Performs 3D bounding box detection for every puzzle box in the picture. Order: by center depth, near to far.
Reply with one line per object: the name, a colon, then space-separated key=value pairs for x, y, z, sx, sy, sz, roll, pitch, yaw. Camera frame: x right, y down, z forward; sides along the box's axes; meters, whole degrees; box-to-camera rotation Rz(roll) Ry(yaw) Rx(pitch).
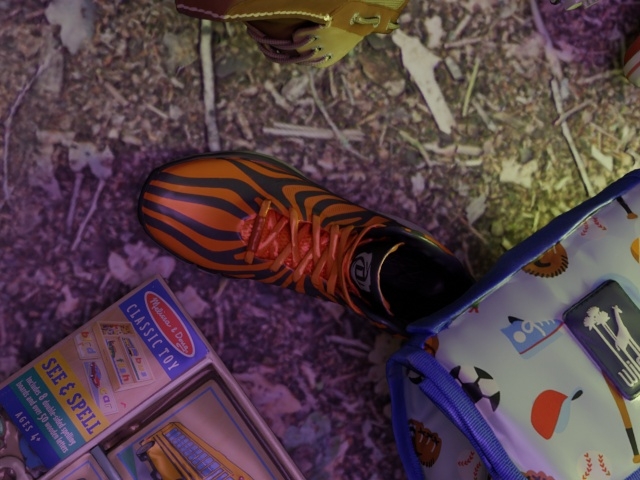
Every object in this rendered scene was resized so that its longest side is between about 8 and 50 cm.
puzzle box: x=-0.137 y=0.270 z=1.041 sx=0.272 sy=0.052 sz=0.409 roll=-36 pitch=85 yaw=-8

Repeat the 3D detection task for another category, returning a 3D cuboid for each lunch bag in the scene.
lunch bag: x=0.255 y=0.172 z=1.043 sx=0.328 sy=0.239 sz=0.385 roll=-33 pitch=111 yaw=-24

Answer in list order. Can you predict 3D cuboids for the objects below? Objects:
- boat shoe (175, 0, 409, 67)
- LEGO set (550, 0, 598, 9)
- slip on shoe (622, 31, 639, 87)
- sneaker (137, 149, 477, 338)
boat shoe: x=-0.003 y=-0.202 z=0.971 sx=0.122 sy=0.324 sz=0.120 roll=21 pitch=115 yaw=26
LEGO set: x=0.197 y=-0.325 z=1.073 sx=0.244 sy=0.060 sz=0.182 roll=27 pitch=65 yaw=-19
slip on shoe: x=0.390 y=-0.298 z=1.140 sx=0.101 sy=0.123 sz=0.331 roll=33 pitch=94 yaw=17
sneaker: x=0.000 y=0.000 z=1.035 sx=0.321 sy=0.180 sz=0.125 roll=14 pitch=93 yaw=-15
